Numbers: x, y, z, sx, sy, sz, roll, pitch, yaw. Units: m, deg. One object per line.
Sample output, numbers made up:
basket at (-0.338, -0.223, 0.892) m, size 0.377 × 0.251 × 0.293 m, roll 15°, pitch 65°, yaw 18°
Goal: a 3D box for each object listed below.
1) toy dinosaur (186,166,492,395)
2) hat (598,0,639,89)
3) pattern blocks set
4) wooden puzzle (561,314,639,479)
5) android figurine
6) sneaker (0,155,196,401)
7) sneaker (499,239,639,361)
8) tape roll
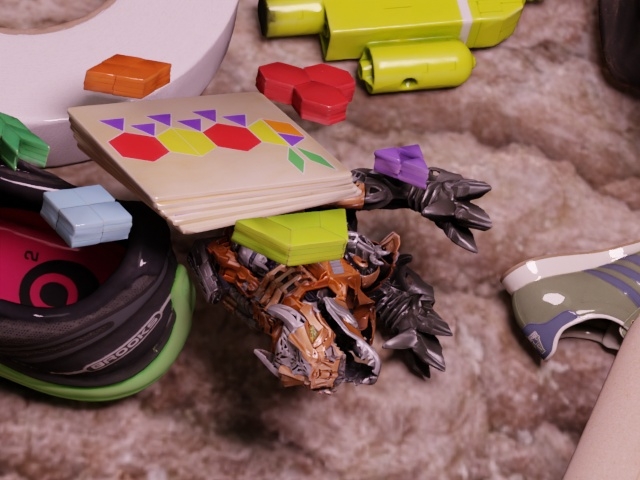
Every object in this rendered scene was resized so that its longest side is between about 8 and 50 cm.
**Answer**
toy dinosaur at (0.000, 0.000, 1.457) m, size 0.218 × 0.164 × 0.322 m, roll 4°, pitch 51°, yaw -20°
hat at (0.318, -0.211, 1.662) m, size 0.134 × 0.331 × 0.331 m, roll 2°, pitch 48°, yaw 38°
pattern blocks set at (-0.075, -0.061, 1.388) m, size 0.324 × 0.026 × 0.285 m, roll -2°, pitch 32°, yaw -28°
wooden puzzle at (0.328, 0.252, 1.359) m, size 0.347 × 0.080 × 0.322 m, roll 24°, pitch 83°, yaw 7°
android figurine at (0.072, -0.241, 1.699) m, size 0.272 × 0.056 × 0.248 m, roll -7°, pitch 60°, yaw -14°
sneaker at (-0.327, -0.012, 1.396) m, size 0.482 × 0.202 × 0.185 m, roll 6°, pitch 57°, yaw -7°
sneaker at (0.245, 0.050, 1.553) m, size 0.192 × 0.064 × 0.086 m, roll -10°, pitch 69°, yaw -16°
tape roll at (-0.259, -0.237, 1.626) m, size 0.392 × 0.072 × 0.392 m, roll 4°, pitch 59°, yaw -7°
